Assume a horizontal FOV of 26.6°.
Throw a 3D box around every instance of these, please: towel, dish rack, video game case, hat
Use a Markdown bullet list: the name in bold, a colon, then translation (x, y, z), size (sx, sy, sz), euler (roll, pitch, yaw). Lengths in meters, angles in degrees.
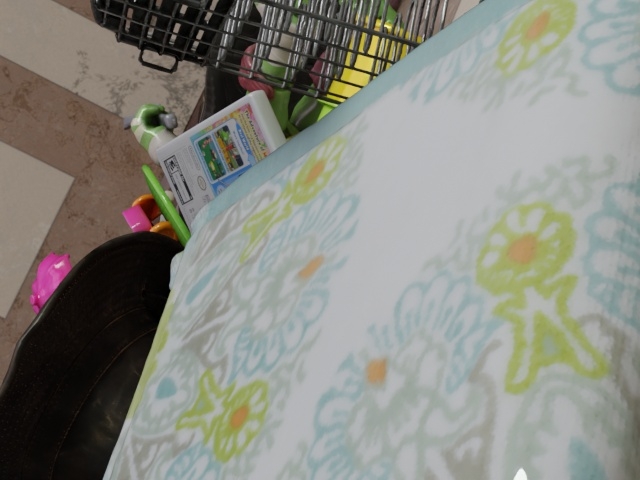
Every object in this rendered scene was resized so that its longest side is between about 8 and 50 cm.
- **towel**: translation (0.019, 0.060, 0.635), size (0.374, 0.090, 0.321), euler (-32, 34, 46)
- **dish rack**: translation (0.005, -0.125, 0.782), size (0.208, 0.271, 0.074), euler (155, 128, -78)
- **video game case**: translation (-0.059, -0.024, 1.082), size (0.019, 0.157, 0.143), euler (-25, 1, -42)
- **hat**: translation (-0.146, 0.156, 1.076), size (0.331, 0.134, 0.331), euler (-51, -19, -24)

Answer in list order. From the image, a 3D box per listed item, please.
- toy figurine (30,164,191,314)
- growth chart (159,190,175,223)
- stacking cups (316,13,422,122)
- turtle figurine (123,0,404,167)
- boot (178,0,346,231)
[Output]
- **toy figurine**: translation (-0.184, 0.041, 1.242), size (0.159, 0.173, 0.130), euler (-32, 44, -5)
- **growth chart**: translation (-0.159, 0.065, 1.435), size (0.172, 0.021, 0.237), euler (104, 162, -50)
- **stacking cups**: translation (0.000, 0.000, 0.965), size (0.316, 0.096, 0.096), euler (-65, 12, 1)
- **turtle figurine**: translation (-0.056, -0.124, 1.192), size (0.275, 0.197, 0.266), euler (-84, 19, -52)
- **boot**: translation (-0.045, -0.211, 1.478), size (0.284, 0.138, 0.377), euler (-82, 11, -58)
